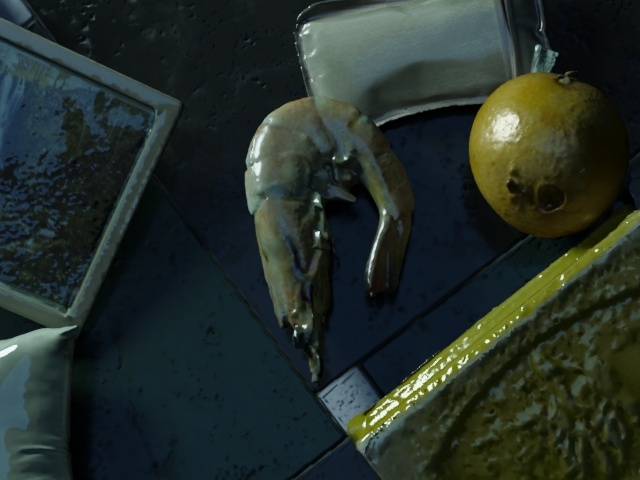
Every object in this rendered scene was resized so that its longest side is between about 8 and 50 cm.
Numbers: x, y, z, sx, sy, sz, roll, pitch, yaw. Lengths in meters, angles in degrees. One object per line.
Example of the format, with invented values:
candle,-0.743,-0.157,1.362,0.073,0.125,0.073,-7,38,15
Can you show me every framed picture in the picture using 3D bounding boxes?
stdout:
framed picture,-0.313,-0.082,1.096,0.324,0.020,0.240,26,90,-8

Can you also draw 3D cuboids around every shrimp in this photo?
shrimp,0.016,-0.006,1.105,0.145,0.059,0.254,-14,77,-5

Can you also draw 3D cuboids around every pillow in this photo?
pillow,-0.261,0.206,1.066,0.144,0.078,0.254,-9,77,2
pillow,0.096,-0.173,1.142,0.233,0.038,0.130,-12,85,5

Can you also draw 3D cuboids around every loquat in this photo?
loquat,0.194,-0.074,1.064,0.141,0.141,0.141,-1,78,4

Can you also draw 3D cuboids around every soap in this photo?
soap,0.199,0.136,1.018,0.315,0.091,0.199,-37,89,-1

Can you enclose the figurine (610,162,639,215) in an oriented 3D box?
figurine,0.309,-0.033,1.087,0.086,0.082,0.094,37,57,26
